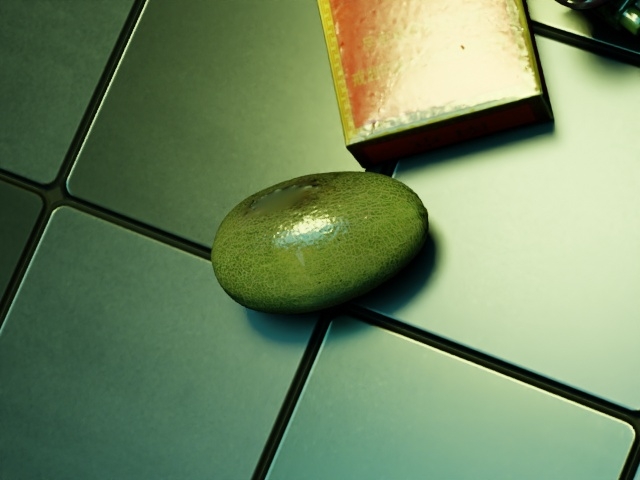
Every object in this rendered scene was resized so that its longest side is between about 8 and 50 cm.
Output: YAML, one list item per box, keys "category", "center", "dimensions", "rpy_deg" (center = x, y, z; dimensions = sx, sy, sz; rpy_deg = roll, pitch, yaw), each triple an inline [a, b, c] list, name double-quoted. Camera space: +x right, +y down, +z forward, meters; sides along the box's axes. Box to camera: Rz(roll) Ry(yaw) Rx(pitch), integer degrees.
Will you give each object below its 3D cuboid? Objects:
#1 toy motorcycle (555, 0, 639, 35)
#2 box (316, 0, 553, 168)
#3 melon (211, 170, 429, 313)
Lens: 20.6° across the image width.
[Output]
- category: "toy motorcycle"
  center: [0.248, -0.277, 1.272]
  dimensions: [0.205, 0.127, 0.275]
  rpy_deg: [42, 90, 20]
- category: "box"
  center: [0.074, -0.190, 1.331]
  dimensions: [0.153, 0.074, 0.240]
  rpy_deg: [-16, 74, 15]
- category: "melon"
  center: [0.000, 0.000, 1.287]
  dimensions: [0.162, 0.099, 0.099]
  rpy_deg: [-15, 73, 8]
